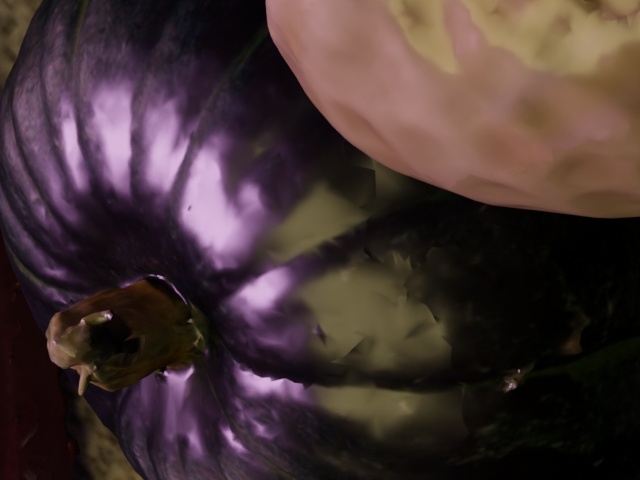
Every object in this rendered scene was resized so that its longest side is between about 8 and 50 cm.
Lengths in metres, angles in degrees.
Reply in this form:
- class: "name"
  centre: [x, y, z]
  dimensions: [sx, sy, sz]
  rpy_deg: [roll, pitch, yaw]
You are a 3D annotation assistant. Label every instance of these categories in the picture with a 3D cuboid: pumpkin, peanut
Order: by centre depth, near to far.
- class: "peanut"
  centre: [0.139, -0.072, 0.451]
  dimensions: [0.149, 0.313, 0.149]
  rpy_deg: [173, 90, -69]
- class: "pumpkin"
  centre: [0.000, 0.000, 0.590]
  dimensions: [0.250, 0.216, 0.249]
  rpy_deg: [25, 125, 42]

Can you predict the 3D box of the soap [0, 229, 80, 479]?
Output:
- class: "soap"
  centre: [-0.196, 0.037, 0.729]
  dimensions: [0.112, 0.182, 0.289]
  rpy_deg: [4, 115, 26]
